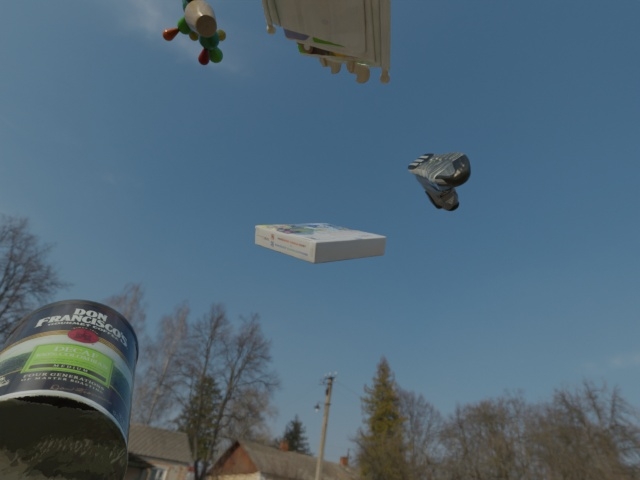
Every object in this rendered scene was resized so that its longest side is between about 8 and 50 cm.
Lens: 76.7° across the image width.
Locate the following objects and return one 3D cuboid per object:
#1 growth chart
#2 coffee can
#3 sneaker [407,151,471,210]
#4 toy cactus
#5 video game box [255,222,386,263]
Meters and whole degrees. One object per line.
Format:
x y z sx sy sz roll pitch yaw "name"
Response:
0.001 -0.323 0.579 0.237 0.021 0.172 29 -25 16 "growth chart"
-0.373 0.228 0.573 0.202 0.201 0.275 28 3 -26 "coffee can"
0.280 -0.118 0.879 0.086 0.228 0.132 -34 -72 3 "sneaker"
-0.226 -0.397 0.696 0.112 0.180 0.219 -21 -42 -12 "toy cactus"
0.000 0.000 0.839 0.205 0.048 0.187 -4 15 -43 "video game box"
